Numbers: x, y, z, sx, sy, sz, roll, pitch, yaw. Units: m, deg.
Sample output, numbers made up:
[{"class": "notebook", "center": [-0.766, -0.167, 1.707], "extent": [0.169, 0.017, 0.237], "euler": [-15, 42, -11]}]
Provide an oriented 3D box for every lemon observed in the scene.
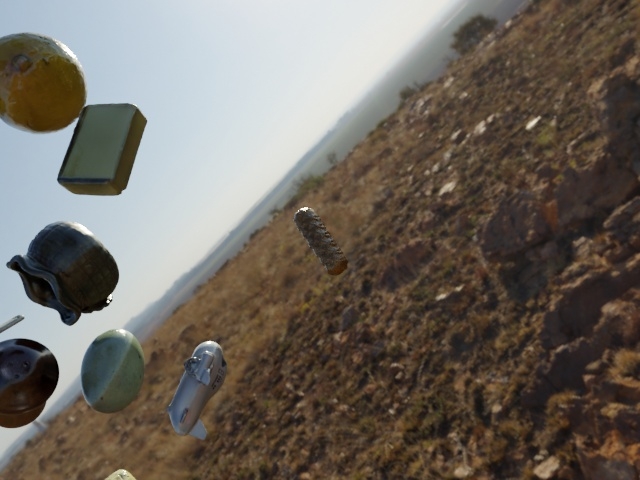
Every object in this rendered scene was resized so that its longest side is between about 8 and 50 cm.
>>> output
[{"class": "lemon", "center": [-0.665, -0.364, 1.336], "extent": [0.236, 0.236, 0.263], "euler": [-45, 24, 5]}]

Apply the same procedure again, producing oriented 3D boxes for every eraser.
[{"class": "eraser", "center": [-0.399, -0.167, 1.054], "extent": [0.058, 0.117, 0.172], "euler": [65, -149, -63]}]

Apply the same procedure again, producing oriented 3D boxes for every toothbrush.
[{"class": "toothbrush", "center": [-0.659, 0.218, 1.038], "extent": [0.030, 0.030, 0.304], "euler": [-41, 4, 31]}]

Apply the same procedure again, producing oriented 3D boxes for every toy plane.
[{"class": "toy plane", "center": [-0.315, 0.381, 1.480], "extent": [0.252, 0.118, 0.252], "euler": [-160, 90, -82]}]

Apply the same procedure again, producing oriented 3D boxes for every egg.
[{"class": "egg", "center": [-0.575, 0.359, 1.587], "extent": [0.169, 0.169, 0.236], "euler": [-40, 43, 37]}]

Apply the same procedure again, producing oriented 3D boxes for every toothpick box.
[{"class": "toothpick box", "center": [-0.779, 0.376, 1.468], "extent": [0.192, 0.192, 0.294], "euler": [-53, 0, -41]}]

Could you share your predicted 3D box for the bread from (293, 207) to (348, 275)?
[{"class": "bread", "center": [0.000, 0.000, 1.090], "extent": [0.052, 0.157, 0.044], "euler": [-5, -36, -48]}]

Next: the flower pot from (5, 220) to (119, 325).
[{"class": "flower pot", "center": [-0.760, 0.101, 1.720], "extent": [0.213, 0.302, 0.302], "euler": [-48, 8, -34]}]

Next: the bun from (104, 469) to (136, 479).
[{"class": "bun", "center": [-0.403, 0.502, 1.099], "extent": [0.115, 0.069, 0.115], "euler": [-40, 5, 4]}]
